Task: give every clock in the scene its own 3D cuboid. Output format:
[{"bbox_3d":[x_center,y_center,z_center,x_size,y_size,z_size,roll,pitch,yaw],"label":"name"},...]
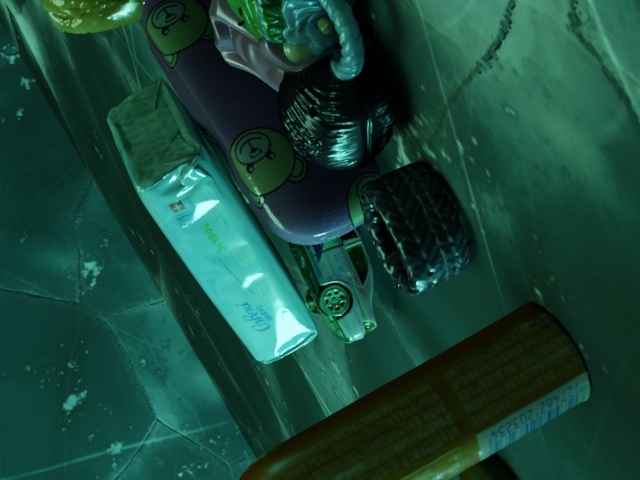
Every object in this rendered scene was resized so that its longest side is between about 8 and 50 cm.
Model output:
[{"bbox_3d":[-0.015,-0.167,1.161,0.195,0.100,0.194,52,162,30],"label":"clock"}]

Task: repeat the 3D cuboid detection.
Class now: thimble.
[{"bbox_3d":[0.081,-0.009,1.196,0.095,0.066,0.104,48,161,50],"label":"thimble"}]

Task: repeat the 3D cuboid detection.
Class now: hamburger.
[{"bbox_3d":[-0.257,-0.347,1.597,0.135,0.155,0.207,46,153,34],"label":"hamburger"}]

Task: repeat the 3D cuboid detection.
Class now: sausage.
[{"bbox_3d":[0.058,0.161,1.095,0.093,0.312,0.093,57,167,21],"label":"sausage"}]

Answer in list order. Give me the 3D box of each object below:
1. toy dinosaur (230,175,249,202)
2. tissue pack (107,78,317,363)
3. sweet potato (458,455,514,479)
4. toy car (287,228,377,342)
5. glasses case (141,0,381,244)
[{"bbox_3d":[-0.095,-0.096,1.711,0.251,0.072,0.199,-138,31,-85],"label":"toy dinosaur"},{"bbox_3d":[-0.111,-0.016,1.419,0.263,0.089,0.177,60,180,-36],"label":"tissue pack"},{"bbox_3d":[0.198,0.305,1.420,0.233,0.062,0.081,63,168,4],"label":"sweet potato"},{"bbox_3d":[0.000,0.000,1.487,0.090,0.076,0.224,175,72,-80],"label":"toy car"},{"bbox_3d":[-0.058,-0.133,1.325,0.316,0.123,0.076,56,160,20],"label":"glasses case"}]
